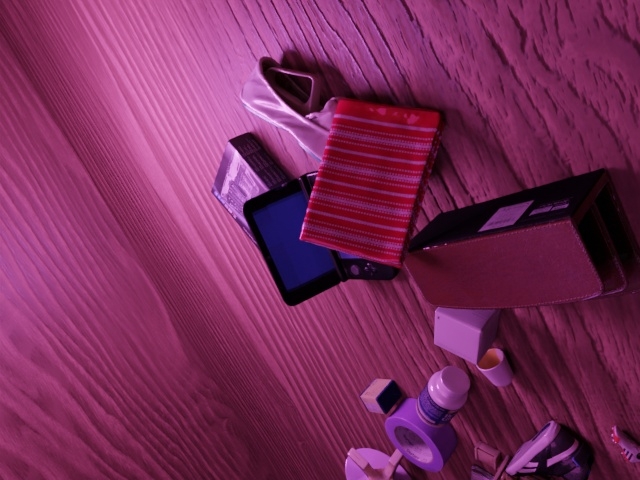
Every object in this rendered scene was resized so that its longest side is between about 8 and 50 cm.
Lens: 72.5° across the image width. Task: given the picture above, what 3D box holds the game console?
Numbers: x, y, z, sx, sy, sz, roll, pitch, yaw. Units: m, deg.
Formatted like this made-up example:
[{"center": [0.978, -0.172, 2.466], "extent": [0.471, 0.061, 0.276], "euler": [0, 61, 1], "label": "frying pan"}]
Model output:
[{"center": [0.000, 0.000, 1.013], "extent": [0.250, 0.173, 0.293], "euler": [-4, 116, 47], "label": "game console"}]

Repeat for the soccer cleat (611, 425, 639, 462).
[{"center": [0.564, 0.373, 0.800], "extent": [0.035, 0.029, 0.083], "euler": [-21, 105, 45], "label": "soccer cleat"}]

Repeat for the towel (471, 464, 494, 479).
[{"center": [0.461, 0.688, 1.183], "extent": [0.113, 0.023, 0.152], "euler": [20, 133, 40], "label": "towel"}]

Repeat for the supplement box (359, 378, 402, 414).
[{"center": [0.174, 0.452, 1.271], "extent": [0.083, 0.083, 0.056], "euler": [-20, 102, 53], "label": "supplement box"}]

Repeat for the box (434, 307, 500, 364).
[{"center": [0.298, 0.175, 0.892], "extent": [0.101, 0.087, 0.102], "euler": [23, 134, 37], "label": "box"}]

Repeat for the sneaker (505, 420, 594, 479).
[{"center": [0.492, 0.486, 0.930], "extent": [0.121, 0.079, 0.217], "euler": [37, 140, 26], "label": "sneaker"}]

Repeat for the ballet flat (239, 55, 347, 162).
[{"center": [-0.012, -0.254, 0.884], "extent": [0.400, 0.139, 0.139], "euler": [39, 142, 23], "label": "ballet flat"}]

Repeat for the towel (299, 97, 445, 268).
[{"center": [0.087, -0.108, 0.768], "extent": [0.198, 0.031, 0.275], "euler": [16, 89, 17], "label": "towel"}]

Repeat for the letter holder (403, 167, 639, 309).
[{"center": [0.320, 0.049, 0.711], "extent": [0.301, 0.152, 0.214], "euler": [-16, 108, 54], "label": "letter holder"}]

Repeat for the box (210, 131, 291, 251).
[{"center": [-0.162, -0.104, 1.211], "extent": [0.307, 0.076, 0.242], "euler": [50, 144, 7], "label": "box"}]

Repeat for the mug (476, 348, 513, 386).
[{"center": [0.373, 0.268, 0.923], "extent": [0.062, 0.078, 0.064], "euler": [-32, 103, 23], "label": "mug"}]

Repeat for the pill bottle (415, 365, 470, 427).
[{"center": [0.297, 0.374, 1.053], "extent": [0.094, 0.094, 0.169], "euler": [37, 142, 24], "label": "pill bottle"}]

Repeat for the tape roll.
[{"center": [0.281, 0.545, 1.228], "extent": [0.189, 0.080, 0.189], "euler": [31, 139, 31], "label": "tape roll"}]

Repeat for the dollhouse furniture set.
[{"center": [0.453, 0.620, 1.060], "extent": [0.181, 0.101, 0.161], "euler": [13, 125, 44], "label": "dollhouse furniture set"}]

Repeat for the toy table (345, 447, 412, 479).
[{"center": [0.193, 0.780, 1.407], "extent": [0.274, 0.252, 0.161], "euler": [21, 150, 24], "label": "toy table"}]
